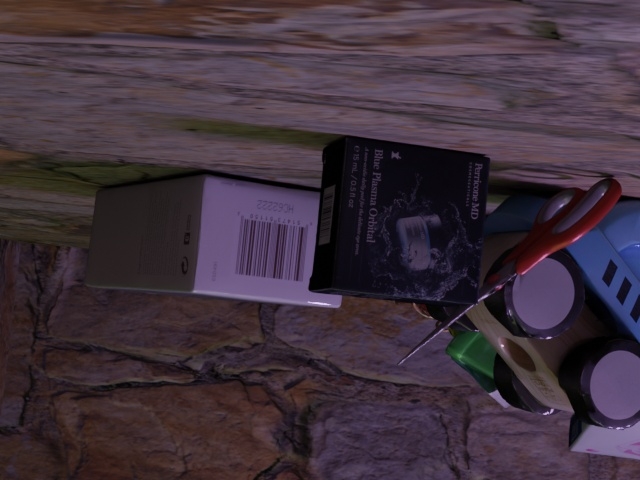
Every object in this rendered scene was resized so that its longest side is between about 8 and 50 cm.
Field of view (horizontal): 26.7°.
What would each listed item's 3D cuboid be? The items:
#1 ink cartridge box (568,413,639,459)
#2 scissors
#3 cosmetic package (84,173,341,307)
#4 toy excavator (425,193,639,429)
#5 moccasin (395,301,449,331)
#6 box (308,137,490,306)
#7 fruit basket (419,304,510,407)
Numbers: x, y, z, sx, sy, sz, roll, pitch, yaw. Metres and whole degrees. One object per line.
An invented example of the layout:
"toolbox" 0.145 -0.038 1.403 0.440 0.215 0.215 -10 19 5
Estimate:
"ink cartridge box" 0.547 0.267 1.951 0.330 0.071 0.324 7 160 4
"scissors" 0.201 0.032 1.417 0.021 0.297 0.109 54 160 -18
"cosmetic package" -0.164 0.006 1.986 0.230 0.161 0.453 8 175 -28
"toy excavator" 0.423 0.056 1.673 0.433 0.445 0.222 49 165 -12
"moccasin" 0.252 0.095 2.338 0.139 0.147 0.380 -22 -171 -35
"box" 0.081 -0.016 1.386 0.158 0.156 0.093 7 175 -15
"fruit basket" 0.208 0.101 2.048 0.353 0.165 0.327 35 177 23
